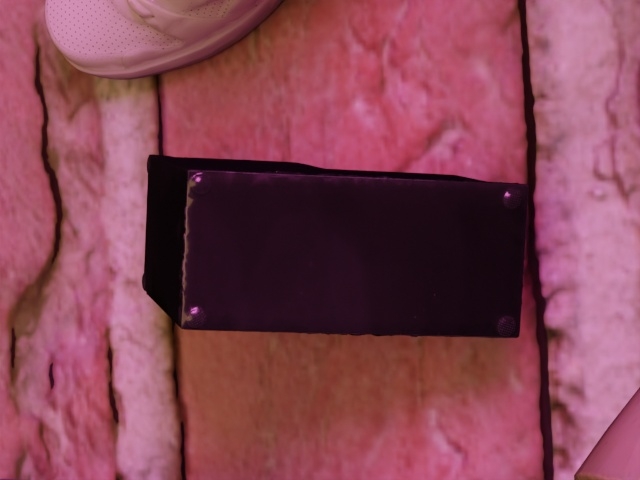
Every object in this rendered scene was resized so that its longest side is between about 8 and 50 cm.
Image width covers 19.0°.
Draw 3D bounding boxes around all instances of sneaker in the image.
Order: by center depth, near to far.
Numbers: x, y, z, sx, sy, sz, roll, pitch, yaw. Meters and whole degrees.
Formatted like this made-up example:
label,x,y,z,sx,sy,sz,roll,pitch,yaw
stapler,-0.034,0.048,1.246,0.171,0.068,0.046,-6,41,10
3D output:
label,x,y,z,sx,sy,sz,roll,pitch,yaw
sneaker,-0.064,-0.164,0.913,0.293,0.169,0.108,-27,79,33

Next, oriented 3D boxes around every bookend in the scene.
label,x,y,z,sx,sy,sz,roll,pitch,yaw
bookend,0.000,0.000,0.923,0.157,0.156,0.072,-157,70,-77

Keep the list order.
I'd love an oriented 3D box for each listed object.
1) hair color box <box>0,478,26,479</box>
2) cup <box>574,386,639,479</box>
label,x,y,z,sx,sy,sz,roll,pitch,yaw
hair color box,-0.060,0.227,0.960,0.375,0.114,0.185,0,91,33
cup,0.286,0.061,0.632,0.331,0.331,0.237,27,83,30
